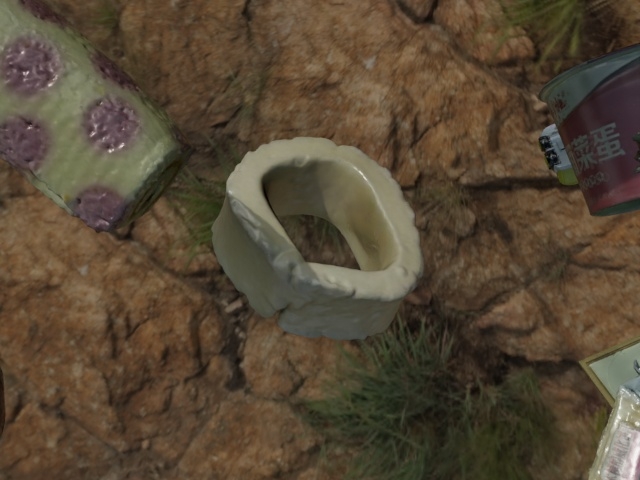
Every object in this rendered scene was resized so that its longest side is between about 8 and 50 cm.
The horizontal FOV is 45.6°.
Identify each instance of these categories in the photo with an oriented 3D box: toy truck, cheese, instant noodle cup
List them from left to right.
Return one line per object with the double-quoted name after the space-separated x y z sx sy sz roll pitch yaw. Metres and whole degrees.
-0.003 0.002 1.217 0.332 0.292 0.153 58 146 29 "cheese"
0.409 -0.144 1.266 0.076 0.111 0.077 -18 132 14 "toy truck"
0.413 -0.138 0.967 0.234 0.235 0.178 -13 82 13 "instant noodle cup"

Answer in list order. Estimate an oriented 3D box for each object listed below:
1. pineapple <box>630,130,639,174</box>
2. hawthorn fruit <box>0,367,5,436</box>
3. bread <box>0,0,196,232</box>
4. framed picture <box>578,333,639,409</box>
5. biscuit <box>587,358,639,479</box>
0.196 -0.025 0.356 0.058 0.124 0.058 -18 142 -15 "pineapple"
-0.389 0.167 0.584 0.242 0.242 0.272 27 77 -1 "hawthorn fruit"
-0.304 -0.164 0.824 0.338 0.187 0.155 39 100 -8 "bread"
0.506 0.186 1.119 0.201 0.136 0.010 -24 128 0 "framed picture"
0.380 0.319 0.957 0.079 0.186 0.309 15 75 37 "biscuit"
